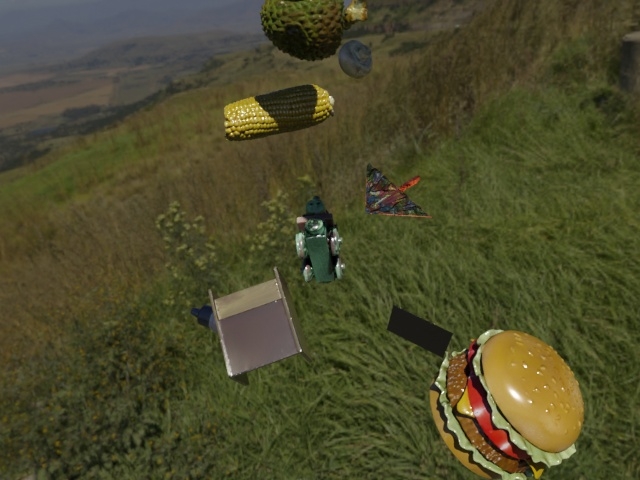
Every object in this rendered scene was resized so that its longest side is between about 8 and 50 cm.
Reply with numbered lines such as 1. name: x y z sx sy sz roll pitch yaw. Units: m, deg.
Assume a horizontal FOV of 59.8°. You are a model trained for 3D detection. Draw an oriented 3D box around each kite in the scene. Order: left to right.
1. kite: 0.191 -0.115 1.457 0.189 0.232 0.009 -35 25 35

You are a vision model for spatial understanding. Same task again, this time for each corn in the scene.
1. corn: -0.135 -0.409 1.773 0.387 0.143 0.144 -16 24 -24

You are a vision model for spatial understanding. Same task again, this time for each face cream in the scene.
1. face cream: -0.285 0.275 1.824 0.312 0.092 0.092 17 29 12

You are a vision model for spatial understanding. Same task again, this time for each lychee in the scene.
1. lychee: -0.028 -0.699 1.749 0.320 0.269 0.270 16 12 -28

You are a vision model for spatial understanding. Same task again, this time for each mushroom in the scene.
1. mushroom: 0.079 -0.396 1.212 0.084 0.083 0.067 -27 -4 -39

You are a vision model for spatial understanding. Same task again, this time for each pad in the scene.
1. pad: 0.292 0.271 1.653 0.190 0.127 0.004 25 48 18

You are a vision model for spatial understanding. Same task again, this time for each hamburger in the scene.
1. hamburger: 0.359 0.292 1.033 0.274 0.212 0.274 26 38 -23

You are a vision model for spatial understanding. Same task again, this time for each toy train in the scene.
1. toy train: 0.000 0.000 1.802 0.150 0.304 0.221 -5 52 5

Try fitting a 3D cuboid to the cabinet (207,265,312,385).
1. cabinet: -0.140 0.205 1.317 0.175 0.148 0.215 -20 66 1
